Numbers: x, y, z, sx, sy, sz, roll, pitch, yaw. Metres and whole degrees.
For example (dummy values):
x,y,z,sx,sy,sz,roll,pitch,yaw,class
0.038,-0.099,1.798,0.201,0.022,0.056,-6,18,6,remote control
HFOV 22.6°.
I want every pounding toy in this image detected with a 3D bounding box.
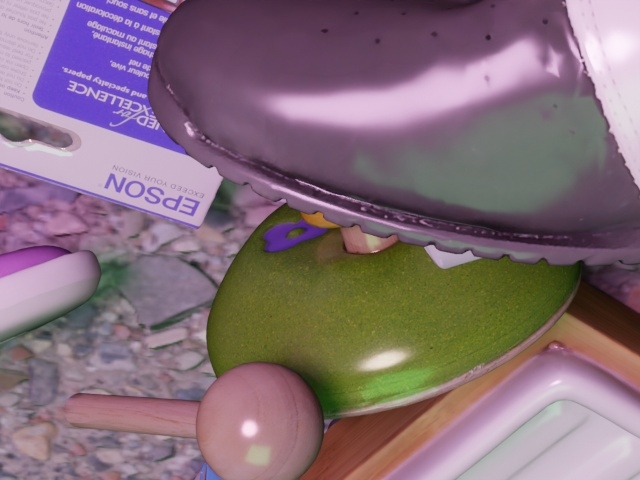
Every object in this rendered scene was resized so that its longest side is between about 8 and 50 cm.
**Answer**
x,y,z,sx,sy,sz,roll,pitch,yaw,class
0.000,0.000,0.728,0.183,0.237,0.110,12,128,52,pounding toy

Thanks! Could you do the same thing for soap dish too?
x,y,z,sx,sy,sz,roll,pitch,yaw,class
0.151,0.147,0.911,0.291,0.118,0.229,30,123,-27,soap dish

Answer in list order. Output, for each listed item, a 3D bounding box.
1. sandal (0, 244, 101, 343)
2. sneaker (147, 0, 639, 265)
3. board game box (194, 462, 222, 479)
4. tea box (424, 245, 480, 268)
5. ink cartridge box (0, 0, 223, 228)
x,y,z,sx,sy,sz,roll,pitch,yaw,class
-0.315,0.053,0.839,0.416,0.169,0.102,-18,93,19,sandal
0.121,-0.075,0.396,0.330,0.122,0.146,1,118,2,sneaker
0.006,0.304,1.112,0.308,0.086,0.302,18,133,-17,board game box
0.122,-0.206,0.485,0.329,0.220,0.323,-17,134,17,tea box
-0.112,-0.113,0.709,0.206,0.045,0.208,18,132,-16,ink cartridge box
